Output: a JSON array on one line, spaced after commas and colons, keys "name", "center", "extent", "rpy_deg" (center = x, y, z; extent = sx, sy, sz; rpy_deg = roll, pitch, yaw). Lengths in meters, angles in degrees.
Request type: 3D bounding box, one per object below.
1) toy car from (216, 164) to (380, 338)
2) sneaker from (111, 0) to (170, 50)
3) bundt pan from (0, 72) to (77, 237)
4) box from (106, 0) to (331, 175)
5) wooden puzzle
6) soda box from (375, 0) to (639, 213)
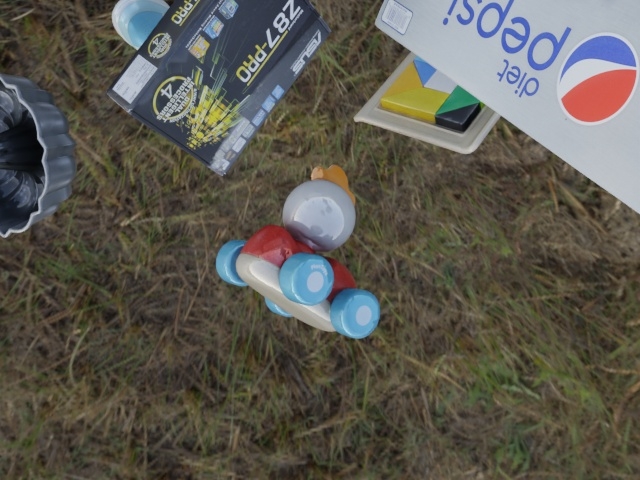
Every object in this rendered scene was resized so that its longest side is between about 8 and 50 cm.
[{"name": "toy car", "center": [0.000, 0.000, 1.138], "extent": [0.210, 0.219, 0.238], "rpy_deg": [37, 74, -34]}, {"name": "sneaker", "center": [-0.315, -0.412, 1.648], "extent": [0.127, 0.319, 0.208], "rpy_deg": [-45, 65, 7]}, {"name": "bundt pan", "center": [-0.612, -0.181, 1.464], "extent": [0.330, 0.124, 0.331], "rpy_deg": [9, 108, 28]}, {"name": "box", "center": [-0.186, -0.357, 1.454], "extent": [0.395, 0.097, 0.318], "rpy_deg": [-52, 151, 1]}, {"name": "wooden puzzle", "center": [0.201, -0.249, 1.199], "extent": [0.221, 0.238, 0.044], "rpy_deg": [-51, 141, -24]}, {"name": "soda box", "center": [0.157, -0.108, 0.442], "extent": [0.098, 0.286, 0.091], "rpy_deg": [3, 123, -37]}]
